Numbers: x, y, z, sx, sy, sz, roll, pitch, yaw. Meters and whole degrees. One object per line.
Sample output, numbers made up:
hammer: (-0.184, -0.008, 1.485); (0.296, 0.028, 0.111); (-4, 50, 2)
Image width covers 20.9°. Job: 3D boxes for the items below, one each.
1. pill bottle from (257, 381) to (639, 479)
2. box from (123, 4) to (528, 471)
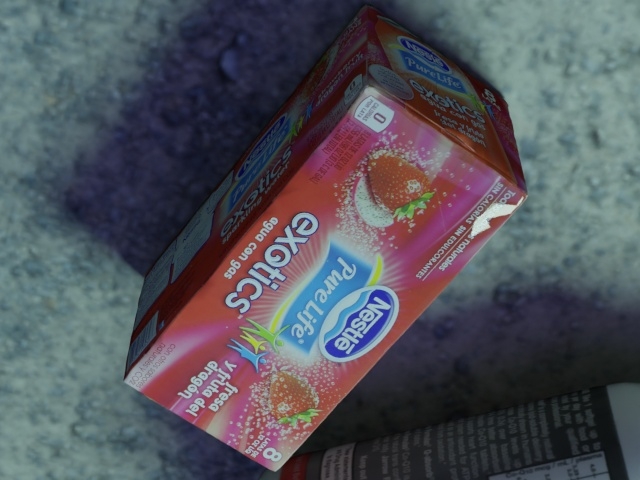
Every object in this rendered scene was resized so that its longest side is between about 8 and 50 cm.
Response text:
pill bottle: (0.152, 0.211, 1.152); (0.363, 0.210, 0.210); (-14, 119, 9)
box: (0.000, 0.000, 1.080); (0.123, 0.128, 0.257); (33, 115, -17)
